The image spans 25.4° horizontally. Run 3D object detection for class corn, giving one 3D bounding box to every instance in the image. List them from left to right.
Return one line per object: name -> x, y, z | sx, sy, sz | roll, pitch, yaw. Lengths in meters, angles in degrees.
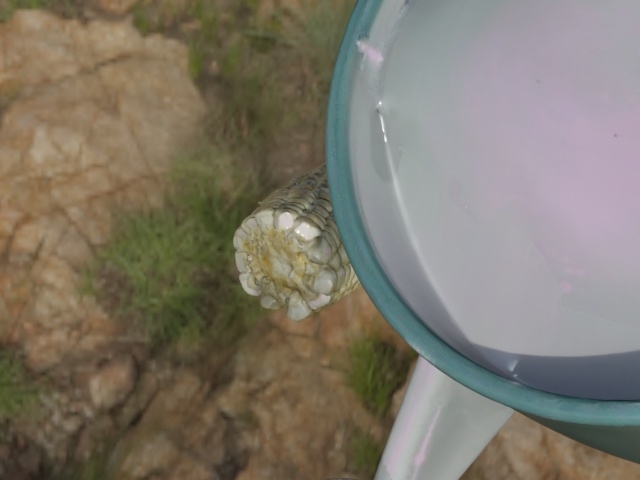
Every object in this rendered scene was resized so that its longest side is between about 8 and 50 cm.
corn -> 0.000, 0.000, 0.863 | 0.087, 0.087, 0.211 | 23, 18, 14

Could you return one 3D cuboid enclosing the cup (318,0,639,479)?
cup -> 0.114, -0.010, 0.383 | 0.173, 0.299, 0.167 | 32, 13, -50
